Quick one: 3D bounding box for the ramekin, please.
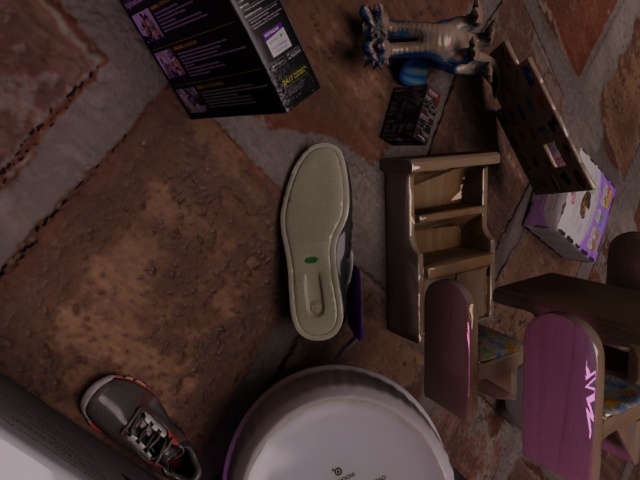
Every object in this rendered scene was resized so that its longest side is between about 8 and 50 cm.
[{"bbox_3d":[0.022,0.273,0.588,0.272,0.127,0.273,1,77,-3],"label":"ramekin"}]

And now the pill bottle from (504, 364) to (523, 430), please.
[{"bbox_3d":[0.493,0.302,1.061,0.283,0.161,0.161,9,91,-40],"label":"pill bottle"}]

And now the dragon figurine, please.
[{"bbox_3d":[0.156,-0.255,0.732,0.289,0.144,0.085,-7,101,-59],"label":"dragon figurine"}]

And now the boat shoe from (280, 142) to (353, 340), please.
[{"bbox_3d":[0.000,0.000,0.665,0.079,0.084,0.233,0,91,-76],"label":"boat shoe"}]

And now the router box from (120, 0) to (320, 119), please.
[{"bbox_3d":[-0.094,-0.175,0.473,0.046,0.179,0.133,-43,122,-24],"label":"router box"}]

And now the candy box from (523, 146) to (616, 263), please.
[{"bbox_3d":[0.491,-0.067,1.058,0.196,0.070,0.165,27,80,-40],"label":"candy box"}]

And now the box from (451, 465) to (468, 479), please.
[{"bbox_3d":[0.131,0.396,0.782,0.270,0.143,0.165,47,68,-35],"label":"box"}]

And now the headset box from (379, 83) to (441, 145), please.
[{"bbox_3d":[0.123,-0.173,0.734,0.032,0.062,0.083,22,82,-41],"label":"headset box"}]

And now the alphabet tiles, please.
[{"bbox_3d":[0.312,-0.178,0.815,0.009,0.198,0.237,-27,92,2],"label":"alphabet tiles"}]

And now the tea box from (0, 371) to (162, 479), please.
[{"bbox_3d":[-0.271,0.269,0.352,0.323,0.220,0.329,-51,118,-23],"label":"tea box"}]

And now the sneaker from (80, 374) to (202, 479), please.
[{"bbox_3d":[-0.169,0.194,0.546,0.061,0.065,0.158,-51,125,-22],"label":"sneaker"}]

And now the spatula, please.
[{"bbox_3d":[0.020,0.175,0.713,0.030,0.084,0.297,13,97,-11],"label":"spatula"}]

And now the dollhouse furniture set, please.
[{"bbox_3d":[0.265,0.027,0.656,0.362,0.394,0.257,-10,103,-31],"label":"dollhouse furniture set"}]
